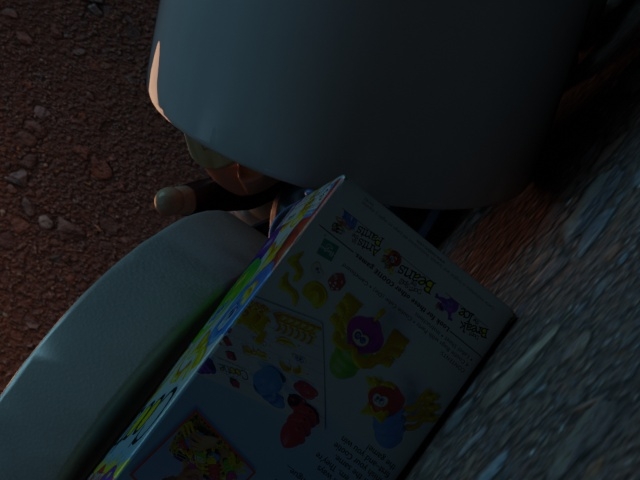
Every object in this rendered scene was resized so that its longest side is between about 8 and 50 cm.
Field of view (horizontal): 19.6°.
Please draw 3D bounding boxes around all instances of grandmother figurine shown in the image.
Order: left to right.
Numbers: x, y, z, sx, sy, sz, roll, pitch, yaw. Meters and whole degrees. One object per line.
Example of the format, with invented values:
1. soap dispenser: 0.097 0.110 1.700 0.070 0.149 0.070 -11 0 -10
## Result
1. grandmother figurine: -0.060 -0.072 1.766 0.208 0.104 0.342 -19 -12 2

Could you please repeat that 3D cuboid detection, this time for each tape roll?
1. tape roll: -0.144 0.156 1.373 0.392 0.072 0.392 -51 -17 -22

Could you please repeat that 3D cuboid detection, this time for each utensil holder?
1. utensil holder: 0.057 -0.256 1.319 0.327 0.328 0.385 -72 -3 -68

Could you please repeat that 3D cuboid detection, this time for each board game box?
1. board game box: -0.028 0.116 1.179 0.275 0.144 0.142 -52 7 -14

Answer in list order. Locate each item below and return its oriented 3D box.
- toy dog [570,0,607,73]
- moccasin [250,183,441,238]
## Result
1. toy dog: 0.148 -0.218 1.604 0.220 0.161 0.334 -56 11 -27
2. moccasin: 0.000 0.000 1.633 0.137 0.117 0.342 -56 9 -31
